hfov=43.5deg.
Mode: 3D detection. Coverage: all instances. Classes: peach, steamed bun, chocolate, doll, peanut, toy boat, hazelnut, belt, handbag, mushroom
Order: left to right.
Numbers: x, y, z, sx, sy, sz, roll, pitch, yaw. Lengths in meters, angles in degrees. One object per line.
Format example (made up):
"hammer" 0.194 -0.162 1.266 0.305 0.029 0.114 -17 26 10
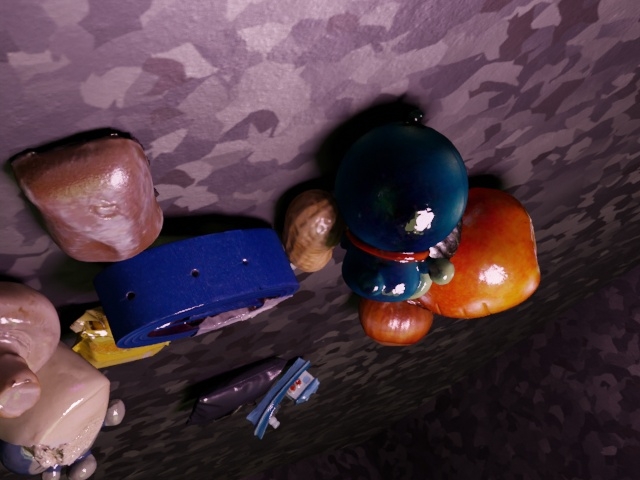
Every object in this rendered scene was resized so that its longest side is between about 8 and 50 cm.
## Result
"mushroom" -0.465 0.160 1.146 0.206 0.209 0.206 -41 173 -6
"steamed bun" -0.477 0.253 1.306 0.170 0.226 0.200 -41 164 -51
"doll" -0.545 0.394 1.652 0.228 0.154 0.258 -60 163 -2
"chocolate" -0.283 -0.035 1.042 0.161 0.083 0.261 -20 158 -8
"belt" -0.191 0.077 1.278 0.212 0.117 0.347 -34 165 38
"handbag" -0.219 0.393 2.056 0.254 0.088 0.211 -21 161 -30
"toy boat" -0.096 0.422 2.111 0.238 0.098 0.109 -46 172 -24
"peanut" -0.010 -0.012 1.354 0.108 0.095 0.226 -17 158 -16
"hazelnut" 0.174 0.158 1.853 0.182 0.182 0.182 -21 158 -9
"doll" 0.118 -0.041 1.217 0.186 0.199 0.321 -42 140 -62
"peach" 0.283 0.019 1.572 0.275 0.248 0.245 -16 125 14

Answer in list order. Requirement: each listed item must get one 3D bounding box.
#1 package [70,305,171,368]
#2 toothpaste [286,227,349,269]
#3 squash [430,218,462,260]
"package" -0.341 0.159 1.407 0.226 0.090 0.168 -11 152 -36
"toothpaste" 0.000 0.000 1.477 0.204 0.031 0.049 -35 158 18
"squash" 0.157 -0.015 1.405 0.193 0.193 0.155 -26 129 4
